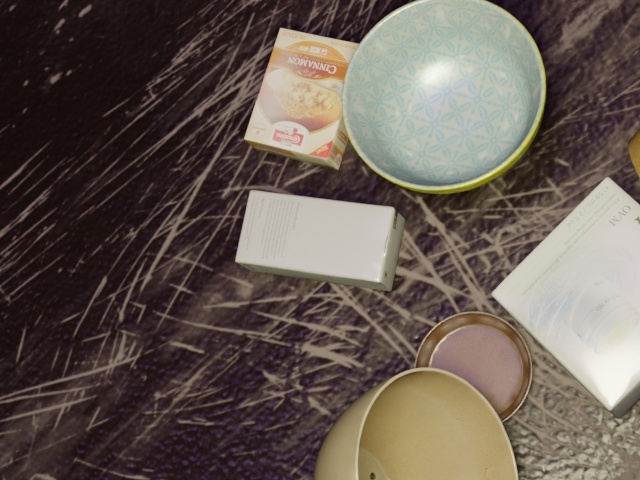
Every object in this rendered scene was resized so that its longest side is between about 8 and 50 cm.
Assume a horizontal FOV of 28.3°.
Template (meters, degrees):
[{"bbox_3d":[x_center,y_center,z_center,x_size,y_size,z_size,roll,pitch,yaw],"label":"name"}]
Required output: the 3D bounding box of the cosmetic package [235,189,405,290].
[{"bbox_3d":[0.000,0.000,1.881,0.231,0.085,0.117,9,81,18],"label":"cosmetic package"}]

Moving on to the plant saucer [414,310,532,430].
[{"bbox_3d":[0.217,0.185,1.793,0.168,0.029,0.168,-5,75,18],"label":"plant saucer"}]

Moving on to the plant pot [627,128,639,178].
[{"bbox_3d":[0.546,-0.143,1.674,0.254,0.237,0.237,-29,70,25],"label":"plant pot"}]

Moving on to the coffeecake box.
[{"bbox_3d":[-0.017,-0.217,1.945,0.142,0.068,0.185,15,83,20],"label":"coffeecake box"}]

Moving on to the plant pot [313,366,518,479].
[{"bbox_3d":[0.099,0.326,1.696,0.191,0.284,0.284,-23,67,49],"label":"plant pot"}]

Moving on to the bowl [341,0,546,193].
[{"bbox_3d":[0.189,-0.189,1.822,0.289,0.156,0.289,-4,75,17],"label":"bowl"}]

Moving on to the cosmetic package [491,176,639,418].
[{"bbox_3d":[0.393,0.079,1.703,0.224,0.138,0.224,-46,69,4],"label":"cosmetic package"}]
